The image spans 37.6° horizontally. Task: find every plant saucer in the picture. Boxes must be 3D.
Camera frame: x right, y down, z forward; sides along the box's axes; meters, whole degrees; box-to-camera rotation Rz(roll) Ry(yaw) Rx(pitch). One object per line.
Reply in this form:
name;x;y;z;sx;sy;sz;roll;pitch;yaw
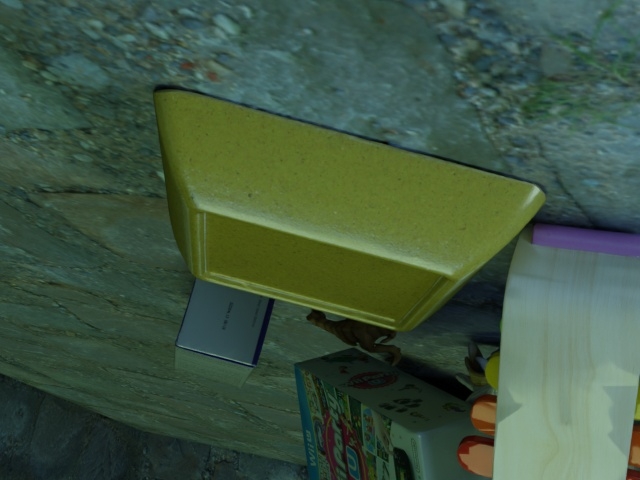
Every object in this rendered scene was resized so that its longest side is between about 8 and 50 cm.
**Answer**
plant saucer;0.000;0.000;0.890;0.332;0.081;0.333;15;162;-1

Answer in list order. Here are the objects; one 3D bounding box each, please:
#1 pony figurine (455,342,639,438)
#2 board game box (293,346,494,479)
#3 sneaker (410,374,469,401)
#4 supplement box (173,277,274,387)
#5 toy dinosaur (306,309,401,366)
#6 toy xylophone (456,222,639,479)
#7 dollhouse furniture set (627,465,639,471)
pony figurine;0.271;0.268;1.088;0.302;0.364;0.351;5;160;-24
board game box;0.085;0.271;1.102;0.097;0.224;0.303;-13;-168;-24
sneaker;0.282;0.313;1.520;0.482;0.185;0.202;20;143;-27
supplement box;-0.137;0.128;1.316;0.113;0.111;0.220;16;161;-4
toy dinosaur;0.066;0.119;1.216;0.112;0.064;0.211;30;156;-37
toy xylophone;0.248;0.151;0.829;0.236;0.323;0.081;16;-152;17
dollhouse furniture set;0.384;0.269;1.292;0.123;0.144;0.151;4;-165;30
